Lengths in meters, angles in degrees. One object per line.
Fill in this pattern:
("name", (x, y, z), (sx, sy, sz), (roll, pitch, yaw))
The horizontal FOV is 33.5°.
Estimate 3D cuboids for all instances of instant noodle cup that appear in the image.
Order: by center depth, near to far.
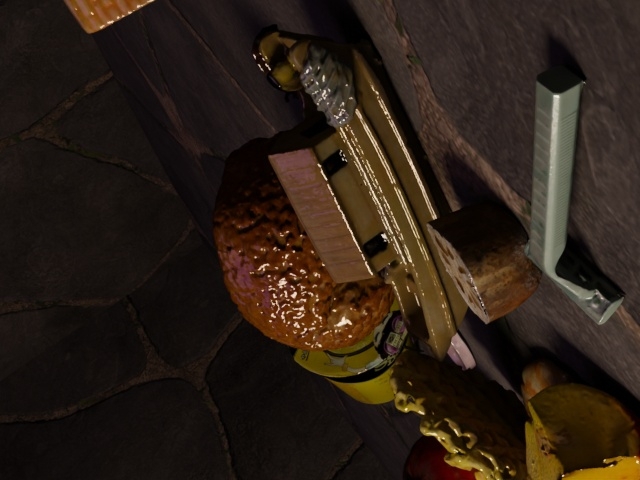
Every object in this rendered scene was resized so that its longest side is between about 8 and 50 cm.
("instant noodle cup", (0.070, 0.166, 1.771), (0.215, 0.215, 0.236), (49, 176, 32))

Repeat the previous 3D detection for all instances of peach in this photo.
("peach", (0.287, 0.221, 1.138), (0.151, 0.118, 0.151), (-174, 90, -69))

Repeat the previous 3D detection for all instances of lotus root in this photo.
("lotus root", (0.171, 0.018, 1.128), (0.122, 0.081, 0.112), (61, 170, -30))

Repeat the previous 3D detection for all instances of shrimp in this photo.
("shrimp", (0.329, 0.271, 1.263), (0.294, 0.062, 0.154), (58, 163, -6))

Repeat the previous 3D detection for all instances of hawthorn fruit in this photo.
("hawthorn fruit", (0.209, 0.359, 1.539), (0.215, 0.249, 0.215), (-174, 90, -88))

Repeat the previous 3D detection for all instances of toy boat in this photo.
("toy boat", (0.055, -0.045, 1.229), (0.136, 0.162, 0.446), (29, 153, 59))

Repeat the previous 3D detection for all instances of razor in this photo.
("razor", (0.199, -0.035, 0.902), (0.111, 0.056, 0.278), (49, 168, 37))

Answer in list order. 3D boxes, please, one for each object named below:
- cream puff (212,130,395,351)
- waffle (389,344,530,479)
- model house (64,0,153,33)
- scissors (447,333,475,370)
("cream puff", (0.000, 0.000, 1.411), (0.303, 0.212, 0.303), (37, -132, -56))
("waffle", (0.203, 0.233, 1.346), (0.280, 0.060, 0.262), (36, -163, -1))
("model house", (-0.249, -0.401, 1.282), (0.202, 0.237, 0.237), (59, 169, -27))
("scissors", (0.171, 0.107, 1.529), (0.118, 0.030, 0.242), (47, 169, 32))
